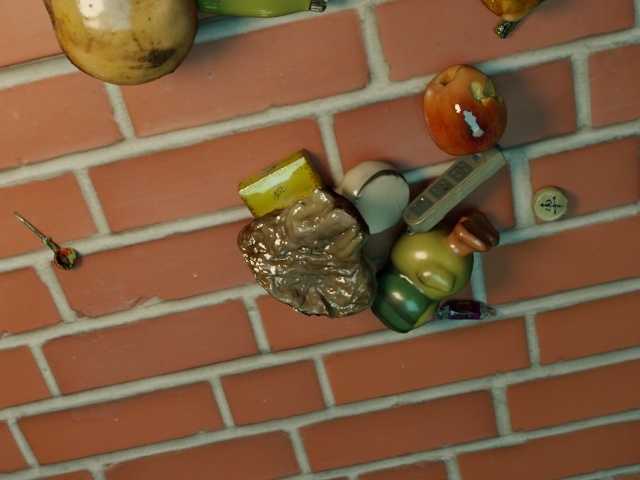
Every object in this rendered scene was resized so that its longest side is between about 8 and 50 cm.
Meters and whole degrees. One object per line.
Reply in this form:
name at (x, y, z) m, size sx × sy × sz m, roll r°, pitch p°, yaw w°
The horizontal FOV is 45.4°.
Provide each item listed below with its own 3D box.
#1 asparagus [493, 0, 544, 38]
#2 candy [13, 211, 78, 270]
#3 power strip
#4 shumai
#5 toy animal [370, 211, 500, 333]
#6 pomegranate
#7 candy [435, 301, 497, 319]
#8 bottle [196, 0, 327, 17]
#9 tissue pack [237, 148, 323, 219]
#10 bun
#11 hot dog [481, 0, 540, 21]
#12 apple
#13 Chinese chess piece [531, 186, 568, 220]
asparagus at (0.434, -0.490, 1.602) m, size 0.165 × 0.030 × 0.036 m, roll -41°, pitch 88°, yaw 18°
candy at (-0.648, -0.001, 1.796) m, size 0.055 × 0.049 × 0.184 m, roll -42°, pitch 104°, yaw 9°
power strip at (0.296, -0.119, 1.720) m, size 0.286 × 0.080 × 0.048 m, roll -42°, pitch 128°, yaw 2°
shumai at (0.001, -0.003, 1.693) m, size 0.346 × 0.217 × 0.283 m, roll 23°, pitch 119°, yaw -5°
toy animal at (0.246, 0.064, 1.793) m, size 0.191 × 0.216 × 0.338 m, roll 43°, pitch 113°, yaw 7°
pomegranate at (-0.374, -0.451, 1.426) m, size 0.322 × 0.322 × 0.322 m, roll -1°, pitch 117°, yaw -2°
candy at (0.362, 0.178, 1.935) m, size 0.175 × 0.045 × 0.043 m, roll 1°, pitch 151°, yaw -5°
bottle at (-0.116, -0.500, 1.522) m, size 0.260 × 0.112 × 0.112 m, roll 3°, pitch 117°, yaw -5°
tissue pack at (-0.091, -0.123, 1.745) m, size 0.176 × 0.062 × 0.095 m, roll -27°, pitch 115°, yaw 9°
bun at (0.105, -0.105, 1.730) m, size 0.173 × 0.120 × 0.173 m, roll -20°, pitch 128°, yaw -27°
hot dog at (0.382, -0.566, 1.478) m, size 0.153 × 0.150 × 0.256 m, roll -29°, pitch 133°, yaw -6°
apple at (0.305, -0.279, 1.628) m, size 0.199 × 0.199 × 0.199 m, roll -1°, pitch 117°, yaw -2°
Chinese chess piece at (0.543, -0.087, 1.812) m, size 0.084 × 0.034 × 0.084 m, roll -1°, pitch 117°, yaw -1°
